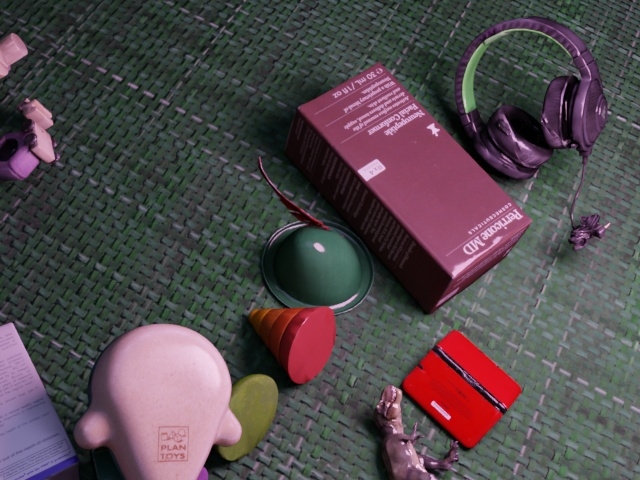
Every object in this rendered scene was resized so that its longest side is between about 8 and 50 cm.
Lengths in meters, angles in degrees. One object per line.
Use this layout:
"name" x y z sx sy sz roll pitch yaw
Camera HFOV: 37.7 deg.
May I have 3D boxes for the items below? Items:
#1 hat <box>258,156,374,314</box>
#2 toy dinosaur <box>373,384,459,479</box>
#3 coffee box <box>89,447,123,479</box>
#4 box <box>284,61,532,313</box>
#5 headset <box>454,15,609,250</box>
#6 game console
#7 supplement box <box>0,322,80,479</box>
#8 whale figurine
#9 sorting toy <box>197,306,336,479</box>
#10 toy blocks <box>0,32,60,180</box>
"hat" 0.000 0.000 1.425 0.208 0.183 0.173 2 61 -11
"toy dinosaur" 0.147 0.340 1.338 0.118 0.064 0.268 -4 64 -7
"coffee box" -0.260 0.348 1.211 0.040 0.113 0.184 -13 63 -17
"box" 0.135 -0.091 1.536 0.191 0.143 0.381 -34 74 -27
"headset" 0.370 -0.180 1.580 0.185 0.243 0.394 -34 97 -53
"game console" 0.218 0.227 1.443 0.144 0.085 0.124 42 92 13
"supplement box" -0.413 0.239 1.240 0.114 0.111 0.220 -25 69 -24
"whale figurine" -0.209 0.244 1.180 0.216 0.141 0.272 4 76 -29
"sorting toy" -0.130 0.212 1.340 0.126 0.127 0.365 23 54 31
"toy blocks" -0.615 -0.230 1.435 0.260 0.309 0.288 -29 53 9
